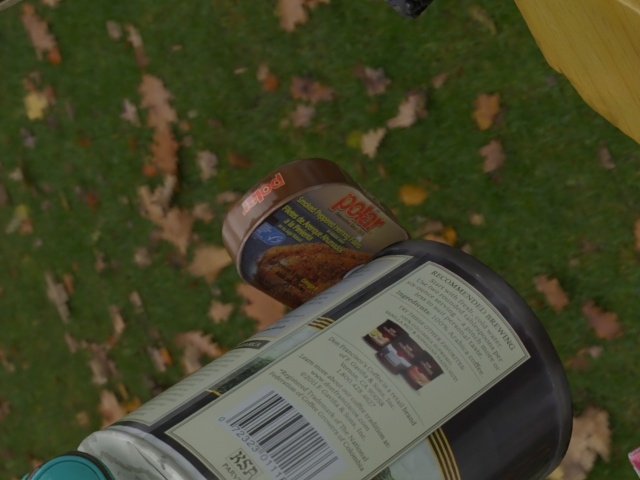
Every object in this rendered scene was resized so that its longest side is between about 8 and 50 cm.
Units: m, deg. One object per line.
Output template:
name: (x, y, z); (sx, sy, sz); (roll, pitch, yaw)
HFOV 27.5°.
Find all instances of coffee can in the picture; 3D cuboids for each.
coffee can: (0.005, 0.146, 0.875); (0.201, 0.275, 0.201); (31, 136, 35)

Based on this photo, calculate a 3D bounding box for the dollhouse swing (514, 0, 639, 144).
dollhouse swing: (0.359, -0.279, 1.181); (0.315, 0.305, 0.347); (53, 179, -37)

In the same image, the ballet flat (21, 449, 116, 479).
ballet flat: (-0.143, 0.249, 0.752); (0.087, 0.083, 0.247); (94, 170, -68)

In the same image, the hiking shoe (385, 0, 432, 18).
hiking shoe: (0.041, -0.237, 0.953); (0.114, 0.227, 0.086); (41, 94, 15)

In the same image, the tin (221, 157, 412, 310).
tin: (0.000, 0.000, 0.969); (0.106, 0.189, 0.040); (-36, 59, 11)

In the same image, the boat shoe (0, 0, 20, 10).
boat shoe: (-0.408, -0.191, 1.124); (0.123, 0.342, 0.123); (-100, -10, -73)

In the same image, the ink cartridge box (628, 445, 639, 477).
ink cartridge box: (0.518, 0.197, 1.267); (0.384, 0.279, 0.160); (-33, 62, 7)
